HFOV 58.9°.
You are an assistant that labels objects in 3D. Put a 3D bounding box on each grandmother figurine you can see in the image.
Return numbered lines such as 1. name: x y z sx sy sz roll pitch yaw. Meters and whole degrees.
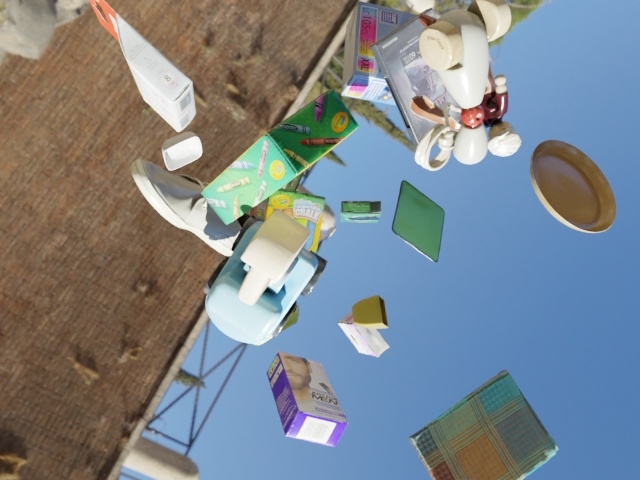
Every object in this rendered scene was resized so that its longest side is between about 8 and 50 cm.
1. grandmother figurine: 0.452 -0.391 1.548 0.104 0.342 0.208 -22 178 -6

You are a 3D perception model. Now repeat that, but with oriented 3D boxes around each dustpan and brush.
1. dustpan and brush: 0.000 0.000 1.982 0.147 0.060 0.211 -50 -171 43

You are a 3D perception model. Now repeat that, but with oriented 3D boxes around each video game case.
1. video game case: 0.241 -0.366 1.311 0.196 0.274 0.026 -40 -156 -24

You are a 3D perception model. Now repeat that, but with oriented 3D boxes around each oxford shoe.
1. oxford shoe: -0.306 -0.096 1.445 0.130 0.449 0.169 -33 -123 11

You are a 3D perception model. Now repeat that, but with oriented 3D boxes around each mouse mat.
1. mouse mat: 0.245 -0.050 1.404 0.007 0.153 0.189 -37 -154 45

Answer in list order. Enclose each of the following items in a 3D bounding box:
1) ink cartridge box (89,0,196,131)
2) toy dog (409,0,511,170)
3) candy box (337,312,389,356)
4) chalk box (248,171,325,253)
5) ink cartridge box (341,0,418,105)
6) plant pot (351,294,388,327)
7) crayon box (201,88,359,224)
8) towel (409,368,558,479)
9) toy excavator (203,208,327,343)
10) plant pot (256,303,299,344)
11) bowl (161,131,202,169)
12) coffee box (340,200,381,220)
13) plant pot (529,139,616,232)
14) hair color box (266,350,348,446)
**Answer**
1. ink cartridge box: -0.309 -0.296 0.939 0.066 0.232 0.189 -52 -173 -8
2. toy dog: 0.254 -0.317 1.117 0.161 0.220 0.333 43 -44 44
3. candy box: 0.168 0.375 2.269 0.070 0.165 0.196 -38 -174 -17
4. chalk box: -0.108 -0.067 1.676 0.180 0.179 0.288 -173 -88 -66
5. ink cartridge box: 0.282 -0.591 1.861 0.151 0.396 0.269 144 -48 -71
6. plant pot: 0.131 0.199 1.535 0.083 0.081 0.081 -12 -109 14
7. crayon box: -0.079 -0.137 0.985 0.165 0.081 0.278 -43 -170 -34
8. towel: 0.465 0.573 1.597 0.370 0.271 0.040 -27 169 -18
9. toy excavator: -0.126 0.088 1.218 0.433 0.222 0.445 -56 -177 22
10. plant pot: -0.200 0.234 2.011 0.227 0.207 0.228 -32 -178 0
11. bowl: -0.496 -0.324 2.008 0.142 0.053 0.142 -29 160 -16
12. coffee box: 0.112 -0.080 1.605 0.184 0.113 0.040 55 36 -83
13. plant pot: 0.551 -0.117 1.253 0.032 0.236 0.236 -47 -160 54
14. hair color box: -0.052 0.522 1.901 0.110 0.185 0.339 -63 -156 12
